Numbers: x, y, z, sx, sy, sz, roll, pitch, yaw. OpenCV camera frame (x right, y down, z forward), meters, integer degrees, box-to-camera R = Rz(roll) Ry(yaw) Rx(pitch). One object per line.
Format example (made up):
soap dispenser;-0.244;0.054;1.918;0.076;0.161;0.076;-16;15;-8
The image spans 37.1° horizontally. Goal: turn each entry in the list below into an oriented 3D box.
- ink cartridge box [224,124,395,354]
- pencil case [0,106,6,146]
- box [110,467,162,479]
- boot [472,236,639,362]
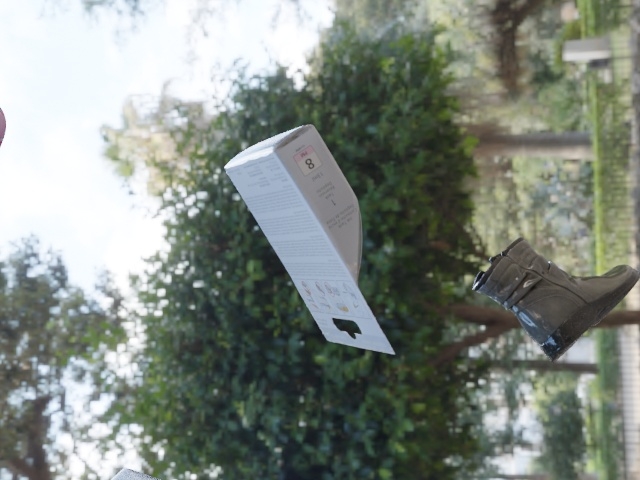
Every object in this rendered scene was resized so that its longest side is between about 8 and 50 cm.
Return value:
ink cartridge box;0.000;0.000;0.990;0.232;0.066;0.189;55;163;-11
pencil case;-0.438;-0.144;0.964;0.284;0.124;0.124;33;-124;-69
box;-0.265;0.522;1.344;0.395;0.211;0.294;111;178;-85
boot;0.327;0.049;1.311;0.246;0.161;0.083;-28;-23;-43
